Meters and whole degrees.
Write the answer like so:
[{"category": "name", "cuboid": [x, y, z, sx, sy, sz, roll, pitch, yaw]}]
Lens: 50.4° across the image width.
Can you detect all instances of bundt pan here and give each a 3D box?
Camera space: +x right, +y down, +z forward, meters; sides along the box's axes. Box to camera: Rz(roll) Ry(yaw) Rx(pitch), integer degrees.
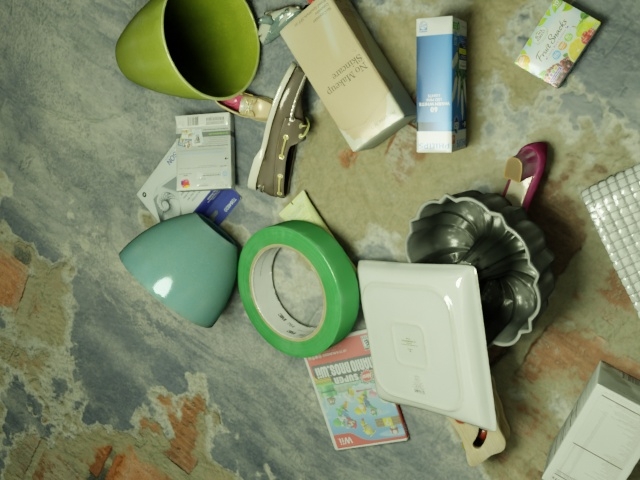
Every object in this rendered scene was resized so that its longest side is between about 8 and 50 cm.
[{"category": "bundt pan", "cuboid": [0.333, 0.043, 1.380, 0.330, 0.124, 0.331, 30, 134, 38]}]

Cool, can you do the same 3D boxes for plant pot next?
[{"category": "plant pot", "cuboid": [-0.316, 0.046, 1.670, 0.290, 0.290, 0.195, 40, 92, 13]}, {"category": "plant pot", "cuboid": [-0.340, -0.449, 1.587, 0.293, 0.274, 0.275, 1, 102, 42]}]

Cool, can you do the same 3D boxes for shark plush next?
[{"category": "shark plush", "cuboid": [-0.070, -0.502, 1.558, 0.161, 0.073, 0.067, -16, 116, 9]}]

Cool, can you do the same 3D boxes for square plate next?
[{"category": "square plate", "cuboid": [0.208, 0.217, 1.455, 0.347, 0.049, 0.344, 1, 102, 53]}]

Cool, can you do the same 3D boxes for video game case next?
[{"category": "video game case", "cuboid": [0.082, 0.367, 1.669, 0.204, 0.025, 0.285, -17, 93, 27]}]

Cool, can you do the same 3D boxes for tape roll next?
[{"category": "tape roll", "cuboid": [-0.058, 0.115, 1.611, 0.321, 0.077, 0.322, 14, 112, 36]}]

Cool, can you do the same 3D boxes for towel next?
[{"category": "towel", "cuboid": [0.655, -0.019, 1.264, 0.235, 0.121, 0.284, -27, 87, 26]}]

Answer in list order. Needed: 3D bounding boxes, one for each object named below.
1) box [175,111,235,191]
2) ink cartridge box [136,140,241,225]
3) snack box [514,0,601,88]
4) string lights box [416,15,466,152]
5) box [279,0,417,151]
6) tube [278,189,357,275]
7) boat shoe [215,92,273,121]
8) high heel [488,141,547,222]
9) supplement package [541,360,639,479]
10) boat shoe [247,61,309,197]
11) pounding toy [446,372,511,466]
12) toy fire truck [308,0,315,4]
[{"category": "box", "cuboid": [-0.284, -0.217, 1.675, 0.145, 0.038, 0.186, -2, 87, 13]}, {"category": "ink cartridge box", "cuboid": [-0.345, -0.115, 1.757, 0.224, 0.045, 0.223, 47, 116, 9]}, {"category": "snack box", "cuboid": [0.460, -0.382, 1.321, 0.100, 0.037, 0.141, 36, 114, 16]}, {"category": "string lights box", "cuboid": [0.247, -0.313, 1.384, 0.076, 0.133, 0.260, 3, 103, 24]}, {"category": "box", "cuboid": [0.065, -0.360, 1.467, 0.148, 0.121, 0.311, -35, 85, 27]}, {"category": "tube", "cuboid": [0.000, 0.000, 1.616, 0.070, 0.062, 0.240, -35, 79, -14]}, {"category": "boat shoe", "cuboid": [-0.178, -0.321, 1.626, 0.170, 0.059, 0.063, 16, 107, 21]}, {"category": "high heel", "cuboid": [0.412, -0.086, 1.408, 0.082, 0.117, 0.244, 28, 132, 39]}, {"category": "supplement package", "cuboid": [0.571, 0.396, 1.380, 0.139, 0.134, 0.244, 28, 111, 17]}, {"category": "boat shoe", "cuboid": [-0.079, -0.245, 1.557, 0.096, 0.117, 0.325, 22, 119, 2]}, {"category": "pounding toy", "cuboid": [0.305, 0.366, 1.489, 0.154, 0.155, 0.270, -19, 89, 26]}, {"category": "toy fire truck", "cuboid": [-0.019, -0.595, 1.499, 0.192, 0.047, 0.135, -41, 81, 26]}]
